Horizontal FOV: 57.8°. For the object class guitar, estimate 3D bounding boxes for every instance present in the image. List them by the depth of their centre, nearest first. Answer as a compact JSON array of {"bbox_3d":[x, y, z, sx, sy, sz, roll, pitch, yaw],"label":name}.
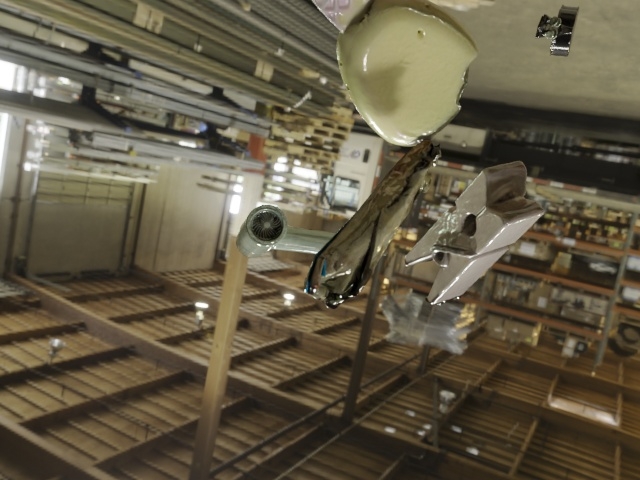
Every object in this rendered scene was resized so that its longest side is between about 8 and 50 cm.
[{"bbox_3d":[0.374,-0.331,0.907,0.038,0.084,0.271,14,-158,23],"label":"guitar"}]

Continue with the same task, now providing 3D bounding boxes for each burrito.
[{"bbox_3d":[0.046,-0.014,0.471,0.042,0.171,0.051,24,151,24],"label":"burrito"}]

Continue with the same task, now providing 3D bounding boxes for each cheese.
[{"bbox_3d":[0.048,-0.188,0.513,0.255,0.127,0.050,35,-159,-41],"label":"cheese"}]

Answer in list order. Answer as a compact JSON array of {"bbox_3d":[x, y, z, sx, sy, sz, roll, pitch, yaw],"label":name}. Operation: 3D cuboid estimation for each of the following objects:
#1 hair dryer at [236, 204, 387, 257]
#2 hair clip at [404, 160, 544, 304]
[{"bbox_3d":[0.003,0.000,0.629,0.183,0.044,0.155,5,175,-10],"label":"hair dryer"},{"bbox_3d":[0.223,0.000,0.878,0.085,0.101,0.331,-10,158,-16],"label":"hair clip"}]
